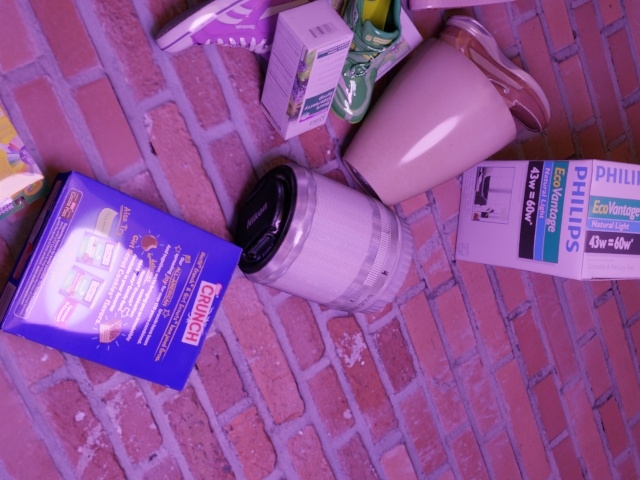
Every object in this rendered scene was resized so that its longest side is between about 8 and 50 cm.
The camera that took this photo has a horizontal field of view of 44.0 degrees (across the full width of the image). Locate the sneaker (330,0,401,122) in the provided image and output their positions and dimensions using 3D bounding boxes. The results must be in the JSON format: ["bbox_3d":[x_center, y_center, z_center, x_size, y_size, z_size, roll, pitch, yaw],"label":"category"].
[{"bbox_3d":[0.075,-0.356,1.424,0.109,0.123,0.296,7,108,-18],"label":"sneaker"}]

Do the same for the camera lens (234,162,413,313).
[{"bbox_3d":[0.000,0.000,1.424,0.274,0.219,0.220,21,85,-30],"label":"camera lens"}]

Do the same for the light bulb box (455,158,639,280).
[{"bbox_3d":[0.535,-0.044,1.640,0.357,0.361,0.226,3,94,-29],"label":"light bulb box"}]

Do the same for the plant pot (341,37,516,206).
[{"bbox_3d":[0.184,-0.197,1.516,0.274,0.256,0.256,-42,114,-2],"label":"plant pot"}]

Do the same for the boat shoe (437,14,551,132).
[{"bbox_3d":[0.351,-0.326,1.655,0.324,0.123,0.116,39,83,-20],"label":"boat shoe"}]

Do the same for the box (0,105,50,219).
[{"bbox_3d":[-0.508,-0.128,1.226,0.105,0.043,0.179,-34,108,-23],"label":"box"}]

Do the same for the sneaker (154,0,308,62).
[{"bbox_3d":[-0.135,-0.353,1.371,0.282,0.102,0.161,-30,114,-14],"label":"sneaker"}]

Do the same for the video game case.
[{"bbox_3d":[0.060,-0.385,1.490,0.212,0.023,0.193,-40,114,2],"label":"video game case"}]

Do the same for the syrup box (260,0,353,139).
[{"bbox_3d":[-0.029,-0.289,1.368,0.093,0.237,0.096,-26,68,-25],"label":"syrup box"}]

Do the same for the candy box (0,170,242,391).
[{"bbox_3d":[-0.328,0.071,1.304,0.317,0.122,0.268,27,81,-28],"label":"candy box"}]

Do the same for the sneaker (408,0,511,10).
[{"bbox_3d":[0.309,-0.537,1.605,0.302,0.108,0.121,-13,106,-26],"label":"sneaker"}]
